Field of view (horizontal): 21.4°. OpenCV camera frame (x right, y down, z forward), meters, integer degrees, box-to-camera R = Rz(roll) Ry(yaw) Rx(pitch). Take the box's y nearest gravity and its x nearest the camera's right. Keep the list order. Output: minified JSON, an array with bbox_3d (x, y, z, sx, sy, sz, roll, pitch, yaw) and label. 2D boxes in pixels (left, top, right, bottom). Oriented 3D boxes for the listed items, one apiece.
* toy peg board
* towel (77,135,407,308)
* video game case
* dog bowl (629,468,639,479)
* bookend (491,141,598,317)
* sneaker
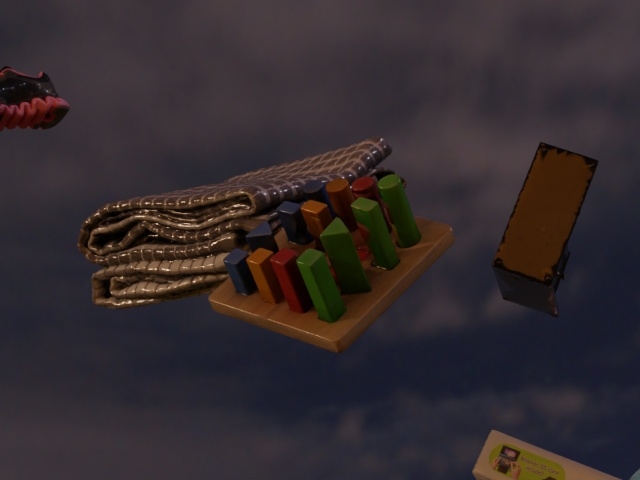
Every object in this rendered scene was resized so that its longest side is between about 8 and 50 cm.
[{"bbox_3d":[0.000,0.000,1.453,0.161,0.161,0.079,16,-42,42],"label":"toy peg board"},{"bbox_3d":[-0.072,-0.016,1.711,0.284,0.121,0.235,-11,2,42],"label":"towel"},{"bbox_3d":[0.317,0.323,1.944,0.244,0.061,0.269,21,-16,23],"label":"video game case"},{"bbox_3d":[0.439,0.260,1.703,0.297,0.074,0.166,2,-32,-25],"label":"dog bowl"},{"bbox_3d":[0.265,-0.009,1.963,0.072,0.156,0.157,19,-12,16],"label":"bookend"},{"bbox_3d":[-0.282,-0.128,1.495,0.119,0.057,0.047,-5,-26,-42],"label":"sneaker"}]
